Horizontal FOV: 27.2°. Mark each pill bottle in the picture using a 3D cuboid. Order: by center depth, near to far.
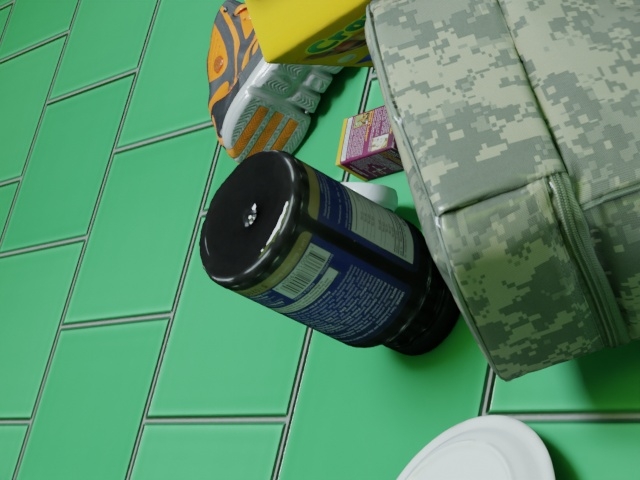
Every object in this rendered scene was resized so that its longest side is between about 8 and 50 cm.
[{"bbox_3d":[0.016,0.020,1.128,0.123,0.219,0.122,-30,46,37],"label":"pill bottle"}]

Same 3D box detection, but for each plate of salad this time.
[{"bbox_3d":[0.110,0.230,1.024,0.200,0.048,0.199,-38,32,29],"label":"plate of salad"}]

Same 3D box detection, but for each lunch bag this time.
[{"bbox_3d":[0.199,-0.075,0.975,0.256,0.212,0.305,-22,47,12],"label":"lunch bag"}]

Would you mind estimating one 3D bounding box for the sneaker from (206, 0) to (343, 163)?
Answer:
[{"bbox_3d":[-0.032,-0.249,1.445,0.321,0.125,0.180,-51,38,15],"label":"sneaker"}]

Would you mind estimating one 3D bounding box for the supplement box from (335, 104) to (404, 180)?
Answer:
[{"bbox_3d":[0.061,-0.098,1.300,0.083,0.043,0.055,-13,57,48],"label":"supplement box"}]

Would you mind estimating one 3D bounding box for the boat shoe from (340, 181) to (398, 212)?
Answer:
[{"bbox_3d":[0.000,0.000,1.297,0.226,0.083,0.075,-19,64,58],"label":"boat shoe"}]

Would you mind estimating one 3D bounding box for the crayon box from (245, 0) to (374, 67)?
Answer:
[{"bbox_3d":[0.080,-0.225,1.125,0.203,0.323,0.083,-27,76,39],"label":"crayon box"}]
